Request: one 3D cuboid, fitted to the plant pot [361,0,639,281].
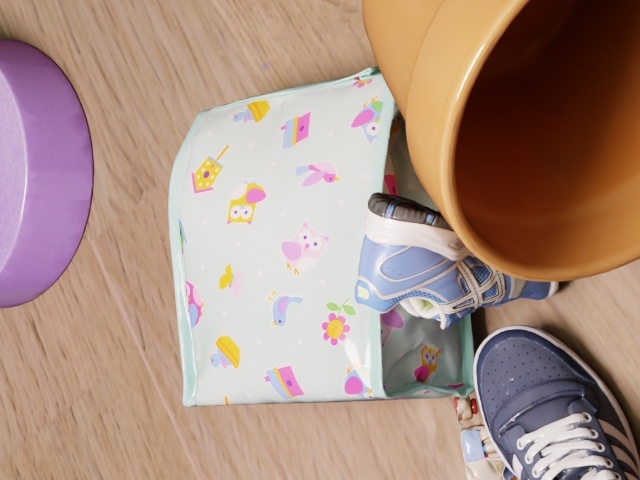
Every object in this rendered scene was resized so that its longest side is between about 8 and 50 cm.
[{"bbox_3d":[0.162,-0.145,1.141,0.291,0.291,0.203,-61,41,21],"label":"plant pot"}]

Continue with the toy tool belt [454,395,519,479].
[{"bbox_3d":[0.137,0.160,1.295,0.051,0.052,0.083,-10,87,6],"label":"toy tool belt"}]

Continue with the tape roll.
[{"bbox_3d":[-0.353,-0.067,1.635,0.275,0.090,0.274,1,92,37],"label":"tape roll"}]

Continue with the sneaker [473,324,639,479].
[{"bbox_3d":[0.185,0.182,1.173,0.099,0.153,0.282,-29,75,11],"label":"sneaker"}]

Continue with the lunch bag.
[{"bbox_3d":[0.000,0.000,1.319,0.223,0.160,0.262,-8,82,38],"label":"lunch bag"}]

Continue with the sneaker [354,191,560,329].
[{"bbox_3d":[0.099,0.022,1.214,0.080,0.211,0.081,25,98,46],"label":"sneaker"}]
